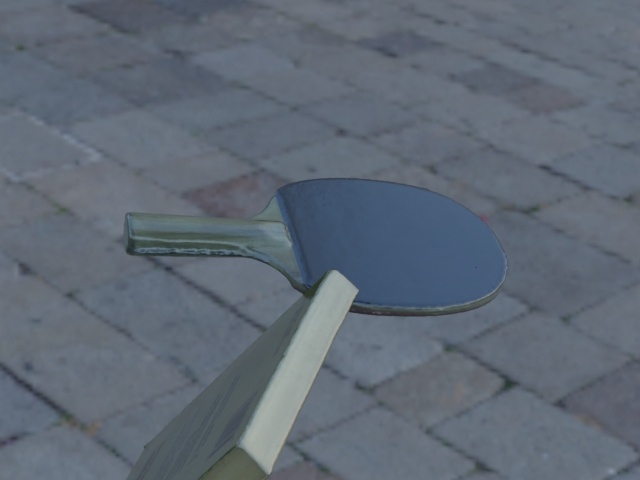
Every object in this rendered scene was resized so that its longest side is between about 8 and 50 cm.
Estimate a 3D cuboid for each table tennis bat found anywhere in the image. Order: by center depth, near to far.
[{"bbox_3d":[0.000,0.000,0.864,0.246,0.022,0.138,1,36,-16],"label":"table tennis bat"}]

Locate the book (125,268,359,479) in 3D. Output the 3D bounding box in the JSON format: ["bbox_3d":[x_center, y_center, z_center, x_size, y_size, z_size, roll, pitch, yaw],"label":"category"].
[{"bbox_3d":[-0.072,0.128,0.807,0.026,0.231,0.161,39,40,-9],"label":"book"}]
